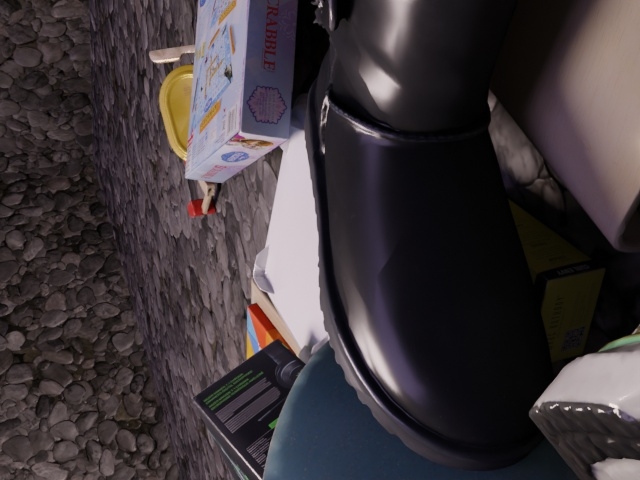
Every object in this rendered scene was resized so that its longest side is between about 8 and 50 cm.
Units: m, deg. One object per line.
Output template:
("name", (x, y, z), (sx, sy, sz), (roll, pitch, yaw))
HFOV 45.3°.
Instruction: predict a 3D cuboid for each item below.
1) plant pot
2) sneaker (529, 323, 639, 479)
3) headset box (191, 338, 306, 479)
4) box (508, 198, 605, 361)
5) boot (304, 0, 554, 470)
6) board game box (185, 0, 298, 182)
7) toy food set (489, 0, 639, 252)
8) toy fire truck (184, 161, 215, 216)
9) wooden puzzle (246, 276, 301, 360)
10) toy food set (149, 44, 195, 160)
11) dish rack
("plant pot", (0.116, 0.213, 0.592), (0.195, 0.290, 0.290), (-4, 97, 32))
("sneaker", (0.225, 0.019, 0.284), (0.158, 0.182, 0.410), (43, 159, 5))
("headset box", (-0.005, 0.287, 0.893), (0.283, 0.131, 0.246), (32, 149, 46))
("box", (0.138, 0.006, 0.667), (0.232, 0.058, 0.087), (-133, 38, -52))
("boot", (0.083, -0.119, 0.421), (0.445, 0.146, 0.367), (102, 153, -53))
("board game box", (-0.111, -0.260, 1.042), (0.319, 0.066, 0.317), (168, 107, -68))
("toy food set", (0.188, -0.162, 0.455), (0.306, 0.092, 0.219), (95, 154, -53))
("toy fire truck", (-0.232, -0.131, 1.516), (0.192, 0.047, 0.135), (146, 111, -65))
("wooden puzzle", (-0.082, 0.211, 1.311), (0.238, 0.044, 0.221), (-129, 35, -50))
("toy food set", (-0.219, -0.247, 1.393), (0.071, 0.128, 0.217), (-27, -74, -70))
("dish rack", (0.000, 0.000, 0.936), (0.285, 0.072, 0.332), (54, 139, 48))
